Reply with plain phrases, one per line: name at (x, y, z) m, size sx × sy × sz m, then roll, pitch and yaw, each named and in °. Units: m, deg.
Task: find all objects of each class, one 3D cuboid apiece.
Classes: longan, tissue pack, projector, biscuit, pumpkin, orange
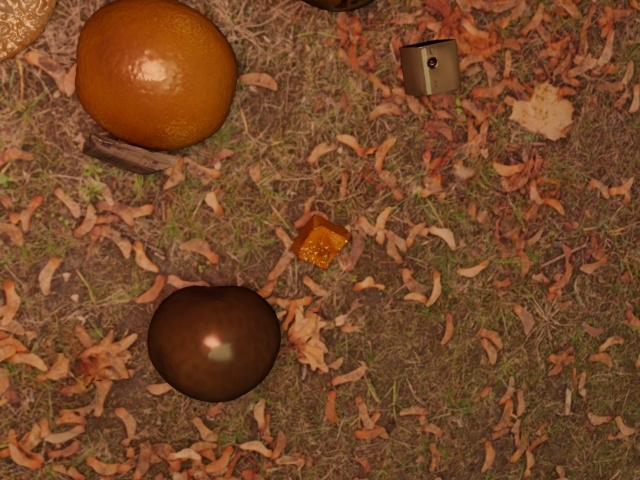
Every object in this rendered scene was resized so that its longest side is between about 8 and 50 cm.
longan at (-0.171, 0.166, 1.271) m, size 0.212 × 0.198 × 0.198 m, roll 14°, pitch 99°, yaw -20°
tissue pack at (-0.289, -0.124, 1.153) m, size 0.123 × 0.193 × 0.026 m, roll 21°, pitch 82°, yaw -23°
projector at (0.185, -0.292, 1.326) m, size 0.083 × 0.083 × 0.082 m, roll -15°, pitch 108°, yaw -15°
biscuit at (-0.495, -0.341, 1.109) m, size 0.265 × 0.040 × 0.188 m, roll -26°, pitch 111°, yaw -12°
pumpkin at (0.000, 0.000, 1.357) m, size 0.074 × 0.054 × 0.083 m, roll 28°, pitch 115°, yaw -19°
orange at (-0.234, -0.238, 1.127) m, size 0.236 × 0.236 × 0.236 m, roll -5°, pitch 105°, yaw -18°

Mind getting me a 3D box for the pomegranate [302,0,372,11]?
pomegranate at (0.048, -0.475, 1.107) m, size 0.291 × 0.323 × 0.290 m, roll -4°, pitch 99°, yaw -24°
